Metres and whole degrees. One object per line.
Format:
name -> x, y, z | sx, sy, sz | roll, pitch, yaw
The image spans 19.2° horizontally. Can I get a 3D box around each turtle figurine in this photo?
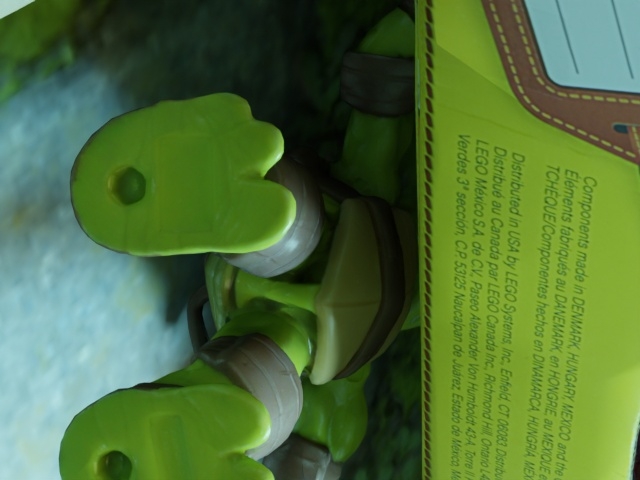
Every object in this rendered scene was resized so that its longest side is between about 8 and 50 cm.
turtle figurine -> 0.000, 0.000, 0.557 | 0.217, 0.087, 0.269 | -6, 115, -69

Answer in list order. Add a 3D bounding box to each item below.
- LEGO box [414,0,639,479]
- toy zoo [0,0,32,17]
LEGO box -> 0.190, -0.063, 0.574 | 0.372, 0.193, 0.500 | -56, 157, -33
toy zoo -> -0.158, -0.131, 0.300 | 0.192, 0.030, 0.293 | -33, 132, -27
